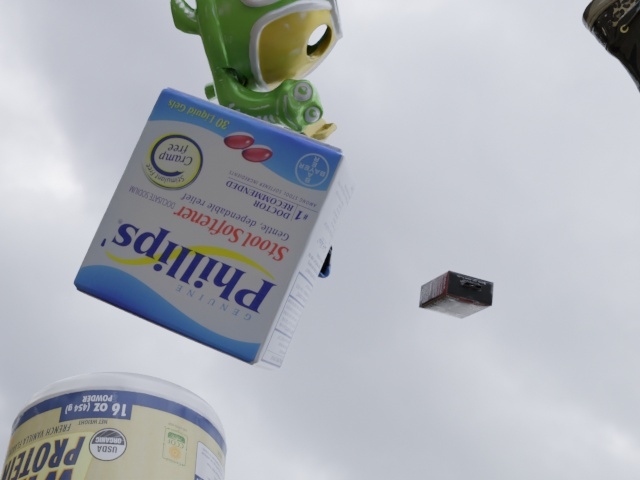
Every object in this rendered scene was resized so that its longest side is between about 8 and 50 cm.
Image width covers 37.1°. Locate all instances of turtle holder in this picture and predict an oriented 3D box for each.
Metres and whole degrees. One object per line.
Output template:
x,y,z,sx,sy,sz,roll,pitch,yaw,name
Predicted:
-0.087,-0.326,1.399,0.227,0.320,0.243,-11,-54,4,turtle holder

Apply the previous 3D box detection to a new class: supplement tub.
-0.212,0.313,0.931,0.228,0.316,0.228,-1,-43,-1,supplement tub

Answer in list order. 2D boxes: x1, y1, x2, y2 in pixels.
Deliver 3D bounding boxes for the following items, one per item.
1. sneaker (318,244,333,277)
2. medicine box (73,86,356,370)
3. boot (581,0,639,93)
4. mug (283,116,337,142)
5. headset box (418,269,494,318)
0.000,0.000,1.568,0.058,0.052,0.135,-141,-139,-67,sneaker
-0.130,-0.012,1.253,0.263,0.289,0.149,21,-8,11,medicine box
0.451,-0.263,1.125,0.236,0.085,0.178,-31,-119,19,boot
-0.012,-0.159,1.456,0.078,0.064,0.062,26,-43,26,mug
0.165,0.065,1.147,0.062,0.032,0.083,15,-22,-16,headset box
